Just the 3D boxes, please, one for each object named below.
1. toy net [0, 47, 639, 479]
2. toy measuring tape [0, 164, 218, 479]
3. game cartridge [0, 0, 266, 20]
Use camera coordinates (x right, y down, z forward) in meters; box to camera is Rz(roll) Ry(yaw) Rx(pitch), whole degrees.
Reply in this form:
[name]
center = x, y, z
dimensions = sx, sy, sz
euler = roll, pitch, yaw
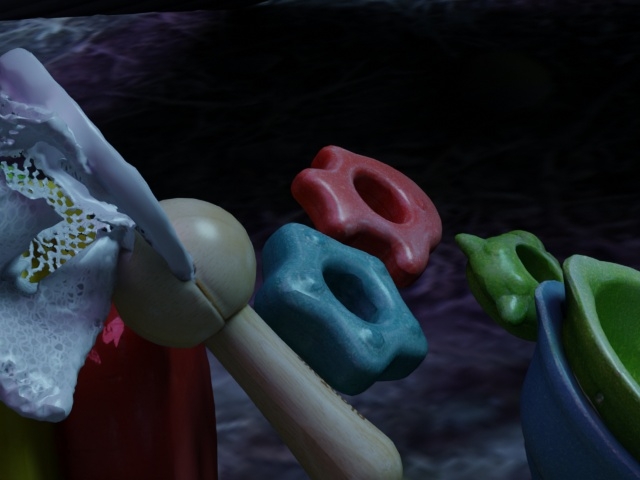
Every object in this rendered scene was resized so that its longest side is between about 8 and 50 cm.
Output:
[toy net]
center = 0.000, 0.000, 0.381
dimensions = 0.232, 0.045, 0.122
euler = 21, 34, -35
[toy measuring tape]
center = -0.083, 0.070, 0.337
dimensions = 0.121, 0.121, 0.330
euler = -6, 27, 6
[game cartridge]
center = 0.059, -0.136, 0.591
dimensions = 0.355, 0.068, 0.230
euler = -11, -2, 28
